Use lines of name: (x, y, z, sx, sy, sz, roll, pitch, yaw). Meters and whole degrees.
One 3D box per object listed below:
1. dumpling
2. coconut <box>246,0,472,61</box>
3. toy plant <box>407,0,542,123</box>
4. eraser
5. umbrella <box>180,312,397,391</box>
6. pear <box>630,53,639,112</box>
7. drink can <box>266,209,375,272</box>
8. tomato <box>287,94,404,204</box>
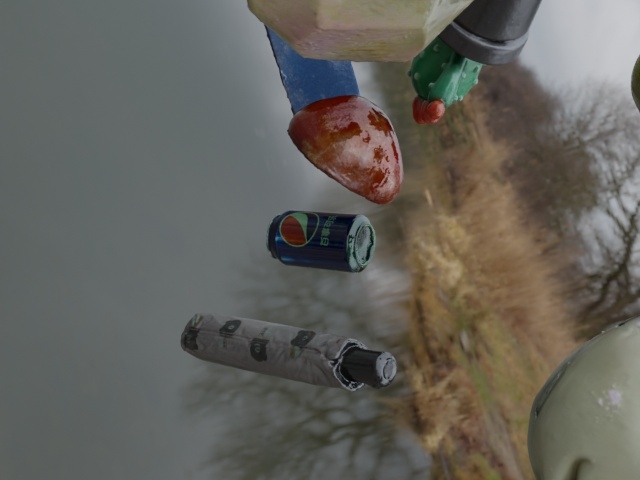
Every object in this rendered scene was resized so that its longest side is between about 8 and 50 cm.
dumpling: (0.439, 0.261, 1.323, 0.395, 0.233, 0.315, -69, 157, -5)
coconut: (0.066, -0.409, 1.247, 0.352, 0.353, 0.352, -17, 90, -77)
toy plant: (0.260, -0.373, 1.596, 0.400, 0.185, 0.279, 116, -36, -51)
eraser: (-0.003, -0.313, 1.761, 0.042, 0.144, 0.312, -119, -170, -62)
umbrella: (-0.047, 0.140, 1.147, 0.073, 0.337, 0.067, 22, 76, -48)
pear: (0.824, -0.330, 1.976, 0.294, 0.294, 0.294, -17, 90, -77)
drink can: (0.000, 0.000, 1.799, 0.118, 0.205, 0.118, -12, 104, -59)
tomato: (0.066, -0.179, 1.619, 0.233, 0.139, 0.200, 29, 23, -17)
